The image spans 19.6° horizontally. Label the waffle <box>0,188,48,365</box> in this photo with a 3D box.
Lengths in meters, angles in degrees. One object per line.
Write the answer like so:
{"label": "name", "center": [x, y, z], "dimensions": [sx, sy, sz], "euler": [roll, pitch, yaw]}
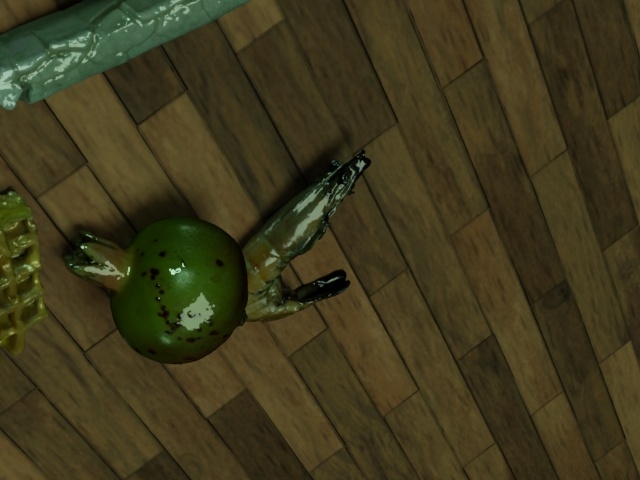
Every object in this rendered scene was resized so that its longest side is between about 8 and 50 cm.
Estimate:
{"label": "waffle", "center": [-0.357, 0.063, 1.867], "dimensions": [0.160, 0.055, 0.211], "euler": [-24, 142, -22]}

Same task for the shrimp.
{"label": "shrimp", "center": [0.000, 0.000, 2.133], "dimensions": [0.262, 0.051, 0.198], "euler": [-50, 150, 17]}

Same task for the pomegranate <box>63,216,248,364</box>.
{"label": "pomegranate", "center": [-0.169, 0.046, 1.954], "dimensions": [0.205, 0.159, 0.159], "euler": [21, 115, -22]}

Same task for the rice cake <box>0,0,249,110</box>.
{"label": "rice cake", "center": [-0.168, -0.215, 1.737], "dimensions": [0.336, 0.066, 0.063], "euler": [-30, 134, -16]}
